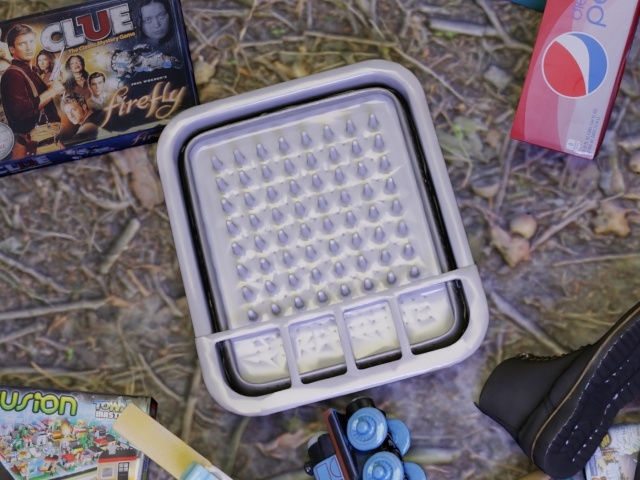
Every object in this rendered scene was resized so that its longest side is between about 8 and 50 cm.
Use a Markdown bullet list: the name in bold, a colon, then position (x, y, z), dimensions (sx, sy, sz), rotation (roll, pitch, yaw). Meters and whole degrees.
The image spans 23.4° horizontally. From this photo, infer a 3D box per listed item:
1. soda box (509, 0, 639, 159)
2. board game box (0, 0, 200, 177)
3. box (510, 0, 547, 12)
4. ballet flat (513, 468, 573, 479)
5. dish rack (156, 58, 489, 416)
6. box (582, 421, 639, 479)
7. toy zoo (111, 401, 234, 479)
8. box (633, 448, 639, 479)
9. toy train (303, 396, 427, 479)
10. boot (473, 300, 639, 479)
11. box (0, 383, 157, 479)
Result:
- **soda box**: position (0.269, -0.218, 1.544), dimensions (0.092, 0.083, 0.263), rotation (16, 100, 12)
- **board game box**: position (-0.258, -0.171, 1.657), dimensions (0.243, 0.042, 0.165), rotation (-13, 72, 2)
- **box**: position (0.213, -0.308, 1.640), dimensions (0.244, 0.060, 0.101), rotation (21, 76, 12)
- **ballet flat**: position (0.146, 0.291, 1.455), dimensions (0.073, 0.080, 0.232), rotation (31, 76, 30)
- **dish rack**: position (0.000, 0.000, 1.562), dimensions (0.285, 0.072, 0.333), rotation (-15, 72, 2)
- **box**: position (0.301, 0.242, 1.477), dimensions (0.093, 0.027, 0.137), rotation (-7, 72, 2)
- **toy zoo**: position (-0.085, 0.229, 1.383), dimensions (0.192, 0.293, 0.030), rotation (35, 79, 15)
- **box**: position (0.421, 0.186, 1.449), dimensions (0.231, 0.056, 0.183), rotation (15, 71, 4)
- **toy train**: position (0.045, 0.241, 1.470), dimensions (0.105, 0.080, 0.184), rotation (-31, 60, 16)
- **boot**: position (0.237, 0.113, 1.469), dimensions (0.198, 0.077, 0.137), rotation (-48, 35, -4)
- **box**: position (-0.273, 0.205, 1.545), dimensions (0.206, 0.036, 0.114), rotation (3, 73, 7)
